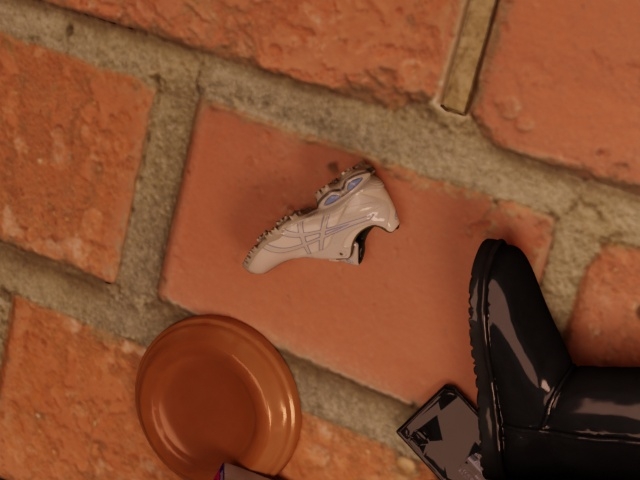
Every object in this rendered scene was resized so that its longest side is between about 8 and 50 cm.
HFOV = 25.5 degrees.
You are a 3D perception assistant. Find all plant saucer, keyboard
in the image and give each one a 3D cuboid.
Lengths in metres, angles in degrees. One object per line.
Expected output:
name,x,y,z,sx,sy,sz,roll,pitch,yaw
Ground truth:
plant saucer,-0.117,0.180,1.522,0.200,0.037,0.200,6,104,24
keyboard,0.155,0.240,1.418,0.180,0.023,0.108,47,110,9

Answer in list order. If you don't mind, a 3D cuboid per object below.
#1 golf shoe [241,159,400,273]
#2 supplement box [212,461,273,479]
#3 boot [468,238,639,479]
golf shoe,0.000,0.000,1.413,0.176,0.069,0.086,-35,92,28
supplement box,-0.102,0.362,1.494,0.114,0.111,0.220,23,114,-13
boot,0.249,0.118,1.306,0.207,0.094,0.246,0,101,24
